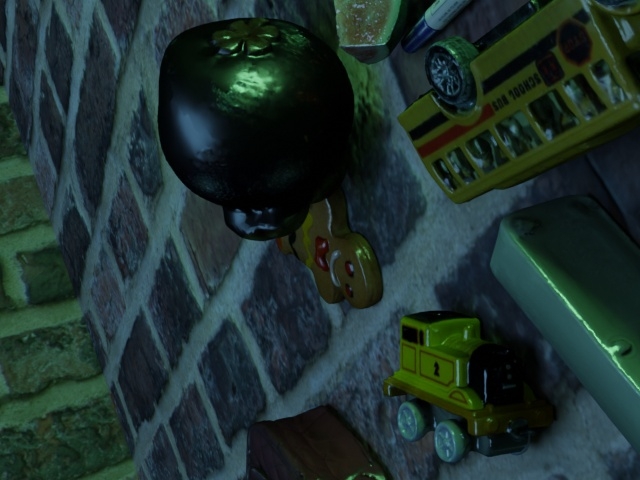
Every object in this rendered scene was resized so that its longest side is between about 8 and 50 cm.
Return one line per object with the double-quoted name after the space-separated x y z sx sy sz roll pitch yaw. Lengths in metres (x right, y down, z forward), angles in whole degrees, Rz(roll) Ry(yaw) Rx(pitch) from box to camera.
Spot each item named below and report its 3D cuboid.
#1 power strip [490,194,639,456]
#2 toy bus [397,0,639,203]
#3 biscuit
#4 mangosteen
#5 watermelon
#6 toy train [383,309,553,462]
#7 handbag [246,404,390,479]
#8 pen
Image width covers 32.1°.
0.257 0.116 0.778 0.385 0.091 0.062 56 152 36 "power strip"
0.177 -0.125 0.773 0.123 0.121 0.335 64 156 1 "toy bus"
-0.001 0.000 1.357 0.250 0.036 0.165 47 145 47 "biscuit"
-0.066 -0.126 1.208 0.243 0.243 0.243 45 143 49 "mangosteen"
0.051 -0.212 1.040 0.092 0.072 0.084 126 140 -63 "watermelon"
0.137 0.138 1.071 0.219 0.089 0.127 -166 74 -65 "toy train"
-0.007 0.321 1.448 0.225 0.135 0.146 43 137 53 "handbag"
0.119 -0.211 0.970 0.204 0.025 0.025 -36 71 66 "pen"
